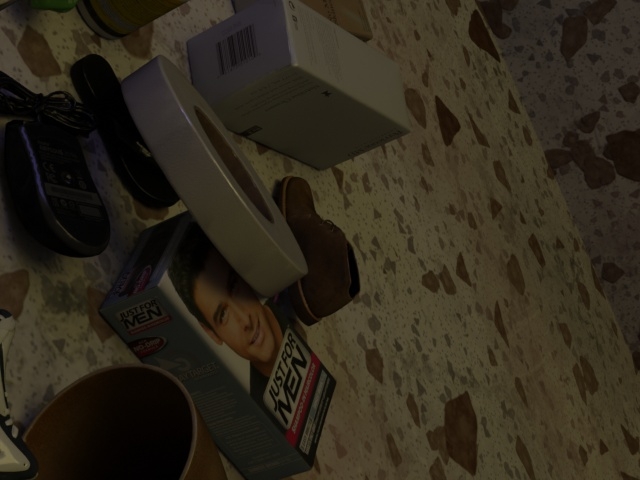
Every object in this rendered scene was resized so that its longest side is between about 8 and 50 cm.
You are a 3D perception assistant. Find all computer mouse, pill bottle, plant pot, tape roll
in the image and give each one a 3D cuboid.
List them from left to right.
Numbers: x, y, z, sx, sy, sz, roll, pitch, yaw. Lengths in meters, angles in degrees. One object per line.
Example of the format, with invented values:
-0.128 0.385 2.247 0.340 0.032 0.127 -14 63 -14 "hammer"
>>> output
-0.353 -0.082 1.494 0.188 0.072 0.272 19 43 -52 "computer mouse"
-0.257 -0.395 1.710 0.119 0.208 0.119 38 42 -43 "pill bottle"
-0.203 0.313 1.353 0.254 0.237 0.237 61 25 -46 "plant pot"
-0.152 -0.094 1.668 0.392 0.072 0.392 55 5 -7 "tape roll"

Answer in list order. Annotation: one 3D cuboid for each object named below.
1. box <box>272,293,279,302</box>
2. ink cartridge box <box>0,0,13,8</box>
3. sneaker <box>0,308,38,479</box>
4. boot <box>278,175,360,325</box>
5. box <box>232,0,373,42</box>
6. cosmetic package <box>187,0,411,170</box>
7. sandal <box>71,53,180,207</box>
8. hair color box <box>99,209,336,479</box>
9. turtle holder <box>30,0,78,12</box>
-0.111 0.061 1.842 0.116 0.029 0.162 56 29 -24 "box"
-0.482 -0.350 1.334 0.233 0.171 0.168 62 29 -12 "ink cartridge box"
-0.364 0.202 1.250 0.153 0.094 0.235 51 33 -32 "sneaker"
0.000 0.000 1.963 0.112 0.115 0.305 44 26 -47 "boot"
-0.035 -0.448 2.217 0.311 0.121 0.148 -10 81 -61 "box"
-0.029 -0.270 2.016 0.385 0.217 0.156 20 54 -51 "cosmetic package"
-0.277 -0.158 1.677 0.255 0.054 0.097 60 30 -16 "sandal"
-0.135 0.157 1.649 0.374 0.113 0.185 53 32 -25 "hair color box"
-0.334 -0.492 1.612 0.243 0.227 0.320 -25 99 -53 "turtle holder"
